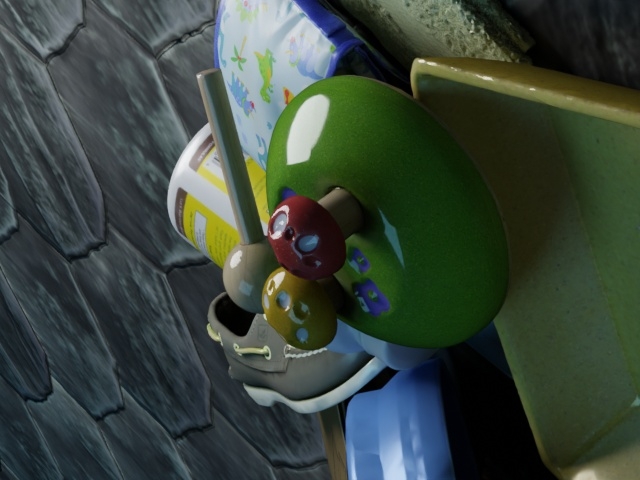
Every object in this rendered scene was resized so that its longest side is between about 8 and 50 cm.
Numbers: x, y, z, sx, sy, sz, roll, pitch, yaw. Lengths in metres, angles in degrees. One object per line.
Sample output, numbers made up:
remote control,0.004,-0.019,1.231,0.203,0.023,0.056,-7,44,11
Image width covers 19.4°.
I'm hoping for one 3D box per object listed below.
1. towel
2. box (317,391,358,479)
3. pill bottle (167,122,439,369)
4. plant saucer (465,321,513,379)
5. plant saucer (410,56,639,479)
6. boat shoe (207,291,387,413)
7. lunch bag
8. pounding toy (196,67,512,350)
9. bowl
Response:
towel,0.069,-0.135,1.156,0.148,0.027,0.110,49,155,11
box,0.030,0.207,1.554,0.201,0.021,0.164,116,142,-80
pill bottle,0.000,0.000,1.320,0.215,0.117,0.117,37,151,32
plant saucer,0.079,0.024,1.365,0.192,0.018,0.067,40,153,30
plant saucer,0.224,0.044,1.051,0.333,0.081,0.332,22,142,50
boat shoe,-0.014,0.070,1.483,0.091,0.109,0.305,52,160,-8
lunch bag,-0.007,-0.106,1.233,0.129,0.096,0.151,46,159,37
pounding toy,-0.008,0.001,1.136,0.237,0.110,0.183,12,127,45
bowl,0.094,0.281,1.340,0.391,0.077,0.391,-13,-90,-84
